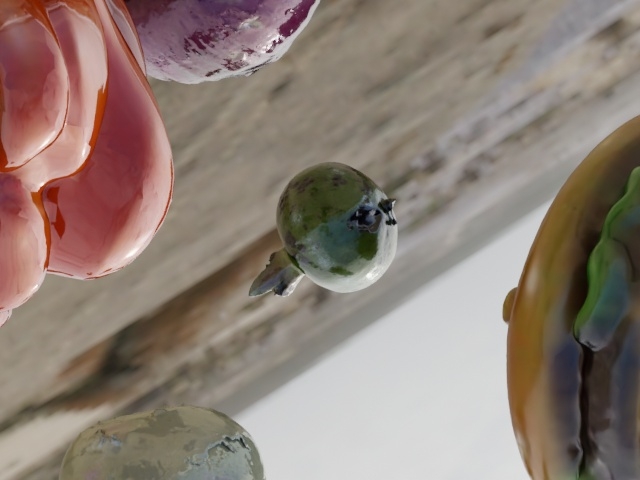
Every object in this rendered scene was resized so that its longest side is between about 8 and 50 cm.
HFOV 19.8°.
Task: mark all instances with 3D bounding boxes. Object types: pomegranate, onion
[{"bbox_3d":[0.000,0.000,1.664,0.161,0.122,0.122,-39,176,14],"label":"pomegranate"},{"bbox_3d":[-0.075,-0.185,1.149,0.177,0.153,0.177,-51,-156,34],"label":"onion"}]

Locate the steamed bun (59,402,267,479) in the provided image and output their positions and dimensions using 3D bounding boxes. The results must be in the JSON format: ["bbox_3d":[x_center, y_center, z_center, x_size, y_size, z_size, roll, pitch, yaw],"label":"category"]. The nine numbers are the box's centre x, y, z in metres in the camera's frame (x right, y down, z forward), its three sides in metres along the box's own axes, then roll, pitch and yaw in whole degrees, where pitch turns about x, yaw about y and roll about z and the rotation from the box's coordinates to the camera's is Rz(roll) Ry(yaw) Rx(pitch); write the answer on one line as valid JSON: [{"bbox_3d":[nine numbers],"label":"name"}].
[{"bbox_3d":[-0.084,0.153,1.073,0.091,0.113,0.130,-14,168,43],"label":"steamed bun"}]

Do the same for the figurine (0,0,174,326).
[{"bbox_3d":[-0.242,-0.059,0.489,0.306,0.241,0.411,-1,-176,33],"label":"figurine"}]

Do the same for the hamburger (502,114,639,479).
[{"bbox_3d":[0.327,0.070,1.511,0.277,0.396,0.395,15,-147,41],"label":"hamburger"}]
